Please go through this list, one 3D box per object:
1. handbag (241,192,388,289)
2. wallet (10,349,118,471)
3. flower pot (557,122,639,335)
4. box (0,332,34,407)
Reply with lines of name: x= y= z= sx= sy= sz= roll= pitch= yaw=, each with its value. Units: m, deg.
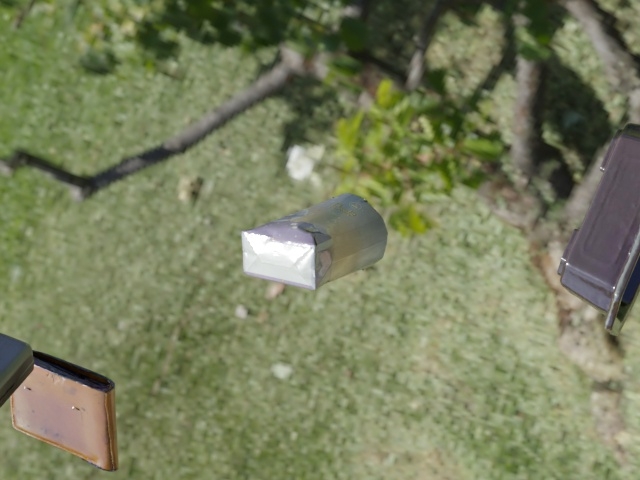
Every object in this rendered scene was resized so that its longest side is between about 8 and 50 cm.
handbag: x=0.000 y=0.000 z=1.726 sx=0.117 sy=0.173 sz=0.095 roll=13 pitch=109 yaw=35
wallet: x=-0.387 y=0.251 z=2.219 sx=0.196 sy=0.042 sz=0.161 roll=17 pitch=125 yaw=24
flower pot: x=0.341 y=-0.024 z=1.652 sx=0.084 sy=0.179 sz=0.250 roll=22 pitch=89 yaw=17
box: x=-0.507 y=0.220 z=2.062 sx=0.243 sy=0.103 sz=0.055 roll=-54 pitch=-22 yaw=-48
